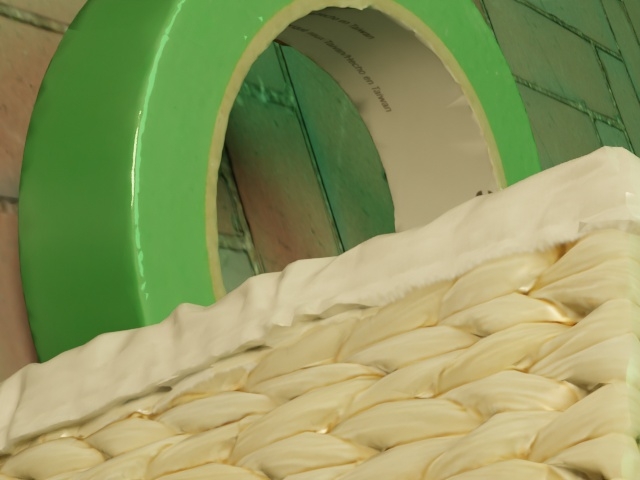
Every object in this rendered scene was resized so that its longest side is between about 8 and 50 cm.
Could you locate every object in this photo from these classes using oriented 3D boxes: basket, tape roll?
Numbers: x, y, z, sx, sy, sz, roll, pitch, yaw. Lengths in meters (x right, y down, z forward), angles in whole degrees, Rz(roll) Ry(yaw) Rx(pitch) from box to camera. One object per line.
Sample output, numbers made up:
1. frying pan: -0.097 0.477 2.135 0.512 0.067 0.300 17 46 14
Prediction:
1. basket: 0.026 0.208 0.456 0.328 0.331 0.266 47 37 -32
2. tape roll: 0.000 0.000 0.733 0.321 0.077 0.321 7 80 -49

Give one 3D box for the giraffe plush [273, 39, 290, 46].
1. giraffe plush: -0.040 -0.228 0.885 0.170 0.181 0.210 -80 154 -66
